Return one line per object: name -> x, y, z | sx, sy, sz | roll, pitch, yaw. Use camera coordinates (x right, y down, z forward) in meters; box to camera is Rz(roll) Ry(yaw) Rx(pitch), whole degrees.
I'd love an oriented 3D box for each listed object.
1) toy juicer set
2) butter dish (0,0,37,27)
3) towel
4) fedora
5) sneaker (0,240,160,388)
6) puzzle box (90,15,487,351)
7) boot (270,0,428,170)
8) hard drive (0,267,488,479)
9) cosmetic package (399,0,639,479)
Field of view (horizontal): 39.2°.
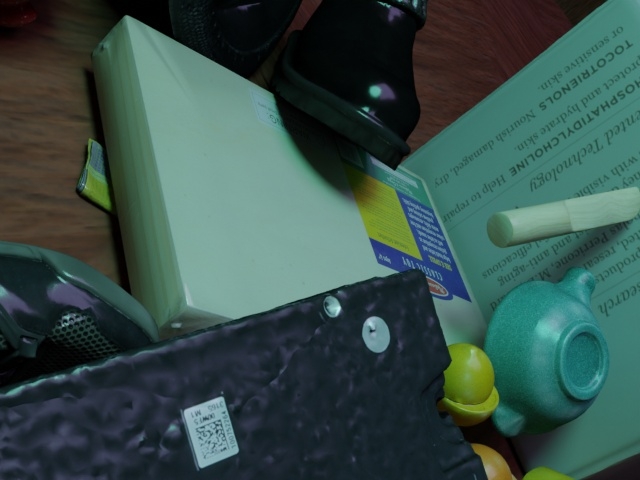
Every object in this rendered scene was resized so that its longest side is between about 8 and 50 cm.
toy juicer set -> 0.166, 0.092, 0.761 | 0.209, 0.089, 0.329 | 15, 80, -34
butter dish -> -0.225, -0.213, 0.645 | 0.159, 0.118, 0.160 | 12, 29, 13
towel -> -0.141, -0.036, 0.663 | 0.083, 0.009, 0.060 | 34, 32, -29
fedora -> -0.107, -0.300, 0.818 | 0.152, 0.334, 0.334 | 20, 27, 11
sneaker -> -0.183, 0.054, 0.424 | 0.227, 0.087, 0.130 | 26, 39, -34
puzzle box -> 0.000, 0.000, 0.770 | 0.409, 0.052, 0.272 | 23, 39, -45
boot -> 0.067, -0.237, 0.857 | 0.131, 0.260, 0.348 | 28, 19, -21
hard drive -> -0.055, 0.159, 0.360 | 0.338, 0.064, 0.237 | -14, 85, -42
cosmetic package -> 0.350, 0.024, 0.974 | 0.329, 0.327, 0.394 | 12, 48, -49
